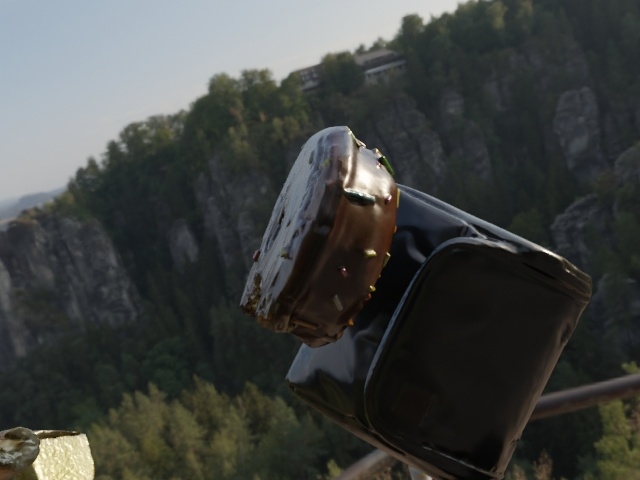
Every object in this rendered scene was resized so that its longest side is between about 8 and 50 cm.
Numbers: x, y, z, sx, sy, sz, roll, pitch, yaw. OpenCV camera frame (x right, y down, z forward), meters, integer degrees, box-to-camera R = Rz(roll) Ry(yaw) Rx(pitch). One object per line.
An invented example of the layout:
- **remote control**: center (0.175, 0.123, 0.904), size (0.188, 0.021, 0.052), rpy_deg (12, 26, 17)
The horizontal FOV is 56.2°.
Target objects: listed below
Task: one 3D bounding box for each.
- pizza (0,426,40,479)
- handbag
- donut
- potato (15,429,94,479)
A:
- **pizza**: center (-0.357, 0.167, 0.520), size (0.182, 0.161, 0.062), rpy_deg (-25, 30, 24)
- **handbag**: center (0.127, 0.108, 0.680), size (0.275, 0.301, 0.178), rpy_deg (28, 0, 39)
- **donut**: center (0.000, -0.001, 0.591), size (0.096, 0.216, 0.230), rpy_deg (23, -18, -11)
- **potato**: center (-0.334, 0.295, 0.738), size (0.066, 0.103, 0.096), rpy_deg (-41, -34, 17)
